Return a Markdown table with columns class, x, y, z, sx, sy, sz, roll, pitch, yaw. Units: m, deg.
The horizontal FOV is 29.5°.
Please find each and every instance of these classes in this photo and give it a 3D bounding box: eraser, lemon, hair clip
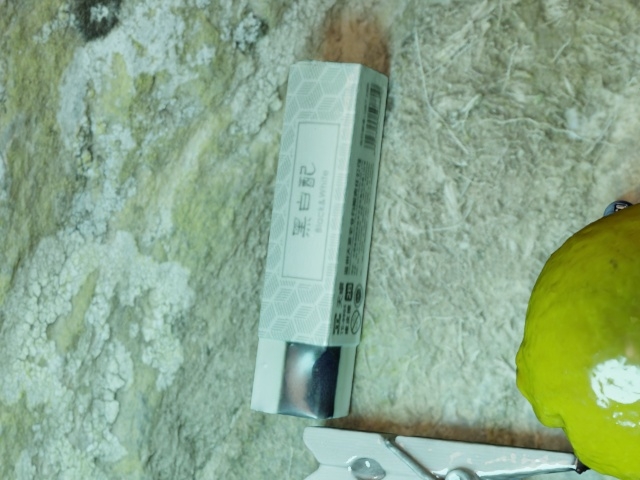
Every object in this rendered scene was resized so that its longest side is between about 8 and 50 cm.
| class | x | y | z | sx | sy | sz | roll | pitch | yaw |
| --- | --- | --- | --- | --- | --- | --- | --- | --- | --- |
| eraser | 0.000 | 0.000 | 1.412 | 0.096 | 0.098 | 0.404 | 7 | 89 | 24 |
| lemon | 0.343 | 0.096 | 1.166 | 0.297 | 0.297 | 0.297 | -1 | 86 | 23 |
| hair clip | 0.133 | 0.263 | 1.346 | 0.330 | 0.085 | 0.101 | 4 | 86 | 25 |

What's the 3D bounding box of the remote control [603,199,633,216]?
| class | x | y | z | sx | sy | sz | roll | pitch | yaw |
| --- | --- | --- | --- | --- | --- | --- | --- | --- | --- |
| remote control | 0.317 | 0.032 | 1.315 | 0.043 | 0.027 | 0.153 | 6 | 92 | 14 |
